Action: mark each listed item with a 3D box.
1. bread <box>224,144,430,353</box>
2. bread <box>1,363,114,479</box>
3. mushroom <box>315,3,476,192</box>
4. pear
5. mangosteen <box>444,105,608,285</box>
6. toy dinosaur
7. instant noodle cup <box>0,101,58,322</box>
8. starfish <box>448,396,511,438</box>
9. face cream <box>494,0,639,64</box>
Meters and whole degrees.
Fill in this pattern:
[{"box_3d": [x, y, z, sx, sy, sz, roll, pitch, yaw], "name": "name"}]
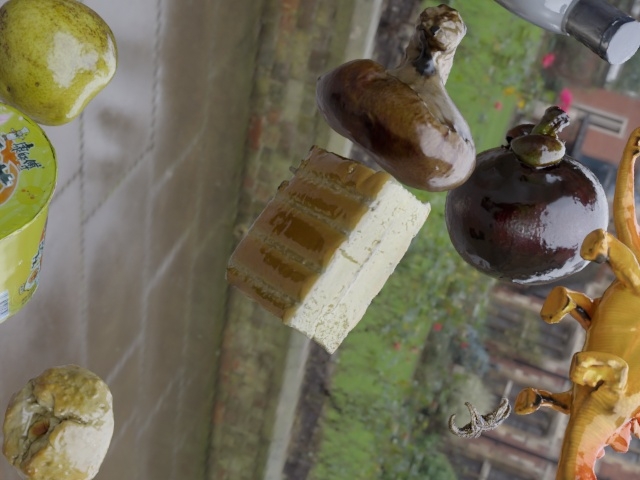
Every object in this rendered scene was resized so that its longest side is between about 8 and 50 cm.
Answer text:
[{"box_3d": [0.000, 0.000, 1.386, 0.239, 0.111, 0.246, -55, -149, -5], "name": "bread"}, {"box_3d": [-0.494, 0.339, 1.908, 0.134, 0.245, 0.244, 28, 80, -51], "name": "bread"}, {"box_3d": [0.139, -0.185, 1.561, 0.267, 0.255, 0.267, 61, 11, -20], "name": "mushroom"}, {"box_3d": [-0.404, -0.274, 1.530, 0.197, 0.197, 0.197, 19, 90, -81], "name": "pear"}, {"box_3d": [0.372, -0.061, 1.885, 0.293, 0.297, 0.297, 77, 30, -48], "name": "mangosteen"}, {"box_3d": [0.207, 0.056, 0.673, 0.070, 0.117, 0.288, -41, -160, 55], "name": "toy dinosaur"}, {"box_3d": [-0.450, -0.024, 1.272, 0.200, 0.264, 0.264, 103, 11, -50], "name": "instant noodle cup"}, {"box_3d": [0.183, 0.204, 1.184, 0.091, 0.028, 0.078, -8, 149, -32], "name": "starfish"}, {"box_3d": [0.251, -0.294, 1.203, 0.144, 0.291, 0.071, -2, 127, -36], "name": "face cream"}]
